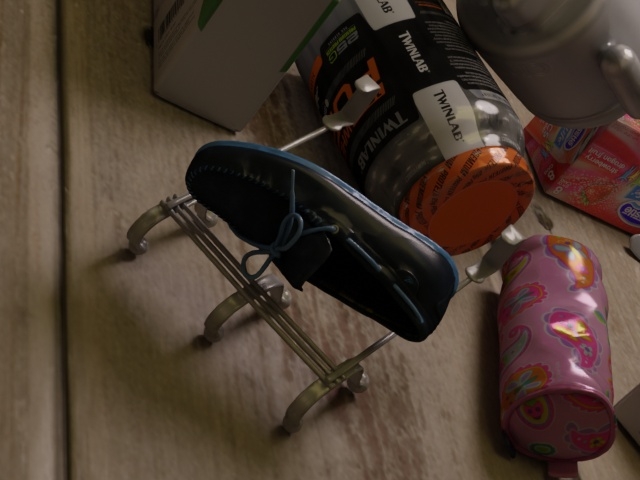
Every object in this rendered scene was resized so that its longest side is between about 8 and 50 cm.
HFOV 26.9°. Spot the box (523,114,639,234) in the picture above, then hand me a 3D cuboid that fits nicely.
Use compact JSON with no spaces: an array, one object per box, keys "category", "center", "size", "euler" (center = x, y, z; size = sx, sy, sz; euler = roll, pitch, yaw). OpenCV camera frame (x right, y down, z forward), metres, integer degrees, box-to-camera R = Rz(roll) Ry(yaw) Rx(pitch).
[{"category":"box","center":[0.452,-0.106,1.878],"size":[0.300,0.154,0.142],"euler":[23,36,-28]}]

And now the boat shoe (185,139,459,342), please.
[{"category":"boat shoe","center":[0.000,0.000,1.146],"size":[0.258,0.109,0.089],"euler":[24,55,-3]}]

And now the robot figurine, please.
[{"category":"robot figurine","center":[0.295,-0.263,1.627],"size":[0.353,0.200,0.300],"euler":[35,17,-52]}]

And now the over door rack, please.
[{"category":"over door rack","center":[0.006,0.013,1.274],"size":[0.239,0.108,0.324],"euler":[47,53,11]}]

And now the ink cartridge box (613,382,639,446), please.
[{"category":"ink cartridge box","center":[0.509,0.253,1.504],"size":[0.223,0.129,0.307],"euler":[-9,56,-51]}]

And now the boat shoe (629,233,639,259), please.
[{"category":"boat shoe","center":[0.464,0.019,1.851],"size":[0.100,0.035,0.035],"euler":[25,7,-16]}]

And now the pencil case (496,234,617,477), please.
[{"category":"pencil case","center":[0.250,0.115,1.426],"size":[0.124,0.124,0.284],"euler":[30,34,-15]}]

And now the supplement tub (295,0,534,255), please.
[{"category":"supplement tub","center":[0.107,-0.147,1.526],"size":[0.193,0.193,0.316],"euler":[9,42,-40]}]

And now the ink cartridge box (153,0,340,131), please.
[{"category":"ink cartridge box","center":[-0.091,-0.291,1.489],"size":[0.117,0.201,0.278],"euler":[24,34,-26]}]
